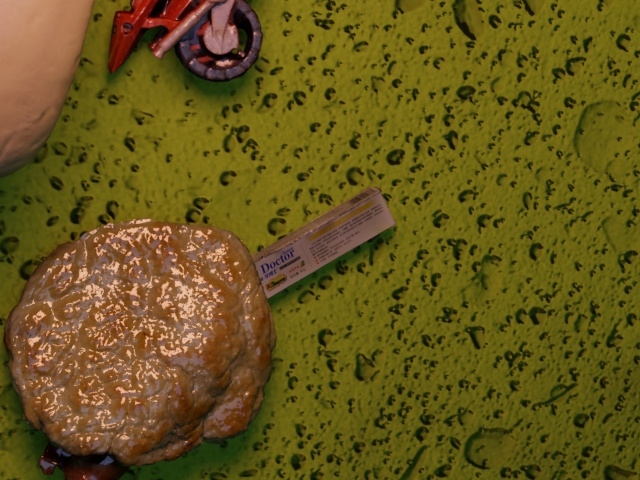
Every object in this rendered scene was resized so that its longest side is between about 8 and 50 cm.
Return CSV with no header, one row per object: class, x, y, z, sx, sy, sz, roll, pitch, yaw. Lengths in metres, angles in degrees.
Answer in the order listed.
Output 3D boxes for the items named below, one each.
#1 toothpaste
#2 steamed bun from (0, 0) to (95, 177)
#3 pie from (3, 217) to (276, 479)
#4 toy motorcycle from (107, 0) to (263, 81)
toothpaste,0.000,0.000,1.588,0.164,0.034,0.046,-30,109,-9
steamed bun,-0.328,-0.220,1.296,0.233,0.312,0.333,11,91,-21
pie,-0.181,0.107,1.521,0.275,0.105,0.257,-22,98,-12
toy motorcycle,-0.123,-0.303,1.455,0.171,0.089,0.298,3,101,-17
